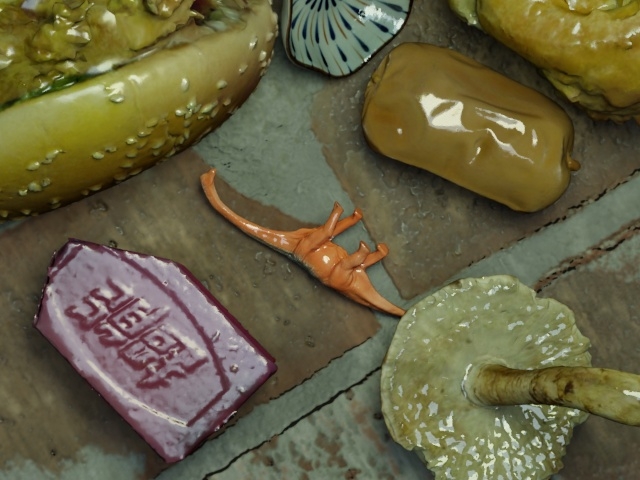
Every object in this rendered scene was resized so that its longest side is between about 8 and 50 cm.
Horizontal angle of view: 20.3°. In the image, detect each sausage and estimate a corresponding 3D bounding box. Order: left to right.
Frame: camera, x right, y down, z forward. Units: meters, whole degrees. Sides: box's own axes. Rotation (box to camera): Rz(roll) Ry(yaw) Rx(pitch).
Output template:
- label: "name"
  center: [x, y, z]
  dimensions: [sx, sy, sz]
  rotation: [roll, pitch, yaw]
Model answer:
- label: "sausage"
  center: [0.160, -0.117, 1.883]
  dimensions: [0.241, 0.120, 0.136]
  rotation: [27, 95, -5]

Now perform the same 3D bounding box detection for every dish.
- label: "dish"
  center: [0.015, -0.268, 1.879]
  dimensions: [0.190, 0.190, 0.066]
  rotation: [-48, 51, -7]

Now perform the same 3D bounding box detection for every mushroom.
- label: "mushroom"
  center: [0.209, 0.122, 1.802]
  dimensions: [0.233, 0.302, 0.208]
  rotation: [26, 50, -17]

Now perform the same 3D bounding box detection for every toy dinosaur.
- label: "toy dinosaur"
  center: [-0.001, 0.002, 1.890]
  dimensions: [0.279, 0.055, 0.101]
  rotation: [43, 106, -4]

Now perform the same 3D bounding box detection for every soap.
- label: "soap"
  center: [-0.185, 0.098, 1.848]
  dimensions: [0.250, 0.099, 0.162]
  rotation: [45, 90, -2]

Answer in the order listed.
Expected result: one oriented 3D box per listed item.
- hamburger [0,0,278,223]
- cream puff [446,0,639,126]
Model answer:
- label: "hamburger"
  center: [-0.246, -0.183, 1.766]
  dimensions: [0.446, 0.287, 0.268]
  rotation: [-22, 91, -5]
- label: "cream puff"
  center: [0.299, -0.281, 1.851]
  dimensions: [0.343, 0.231, 0.327]
  rotation: [0, 84, 22]
